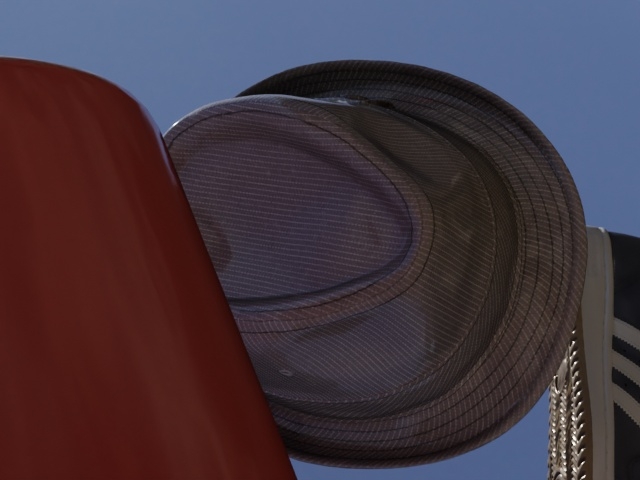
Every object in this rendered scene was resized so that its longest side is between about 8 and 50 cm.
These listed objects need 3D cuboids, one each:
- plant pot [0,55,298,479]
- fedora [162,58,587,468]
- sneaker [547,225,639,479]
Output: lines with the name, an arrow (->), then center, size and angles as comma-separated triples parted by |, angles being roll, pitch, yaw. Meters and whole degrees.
plant pot -> -0.126, 0.087, 0.541 | 0.275, 0.275, 0.243 | 5, -113, -48
fedora -> 0.000, 0.000, 0.920 | 0.124, 0.275, 0.244 | 29, -100, -62
sneaker -> 0.230, 0.116, 1.071 | 0.153, 0.099, 0.282 | 7, -124, -4
